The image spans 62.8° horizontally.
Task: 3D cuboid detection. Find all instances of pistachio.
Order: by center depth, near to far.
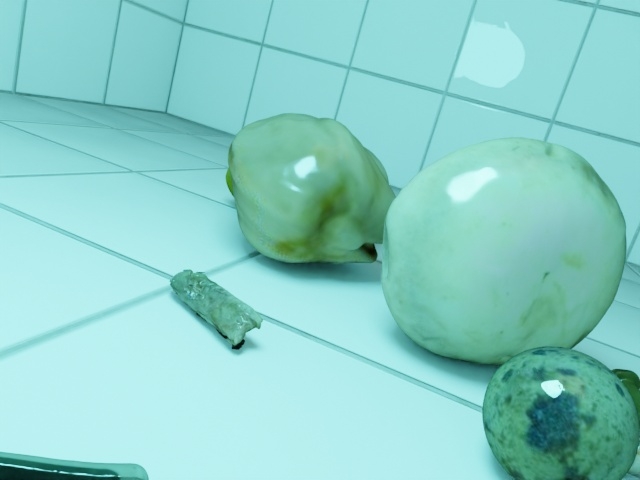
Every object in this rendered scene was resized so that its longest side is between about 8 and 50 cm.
[{"bbox_3d":[-0.005,-0.103,1.024,0.365,0.281,0.445,39,26,1],"label":"pistachio"}]

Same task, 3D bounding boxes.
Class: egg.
[{"bbox_3d":[0.237,0.176,0.524,0.141,0.141,0.181,24,7,30],"label":"egg"}]

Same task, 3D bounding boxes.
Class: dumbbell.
[{"bbox_3d":[0.452,0.227,0.746,0.052,0.046,0.118,11,14,1],"label":"dumbbell"}]

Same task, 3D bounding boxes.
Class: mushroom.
[{"bbox_3d":[0.251,0.037,0.780,0.353,0.353,0.325,-11,73,-61],"label":"mushroom"}]

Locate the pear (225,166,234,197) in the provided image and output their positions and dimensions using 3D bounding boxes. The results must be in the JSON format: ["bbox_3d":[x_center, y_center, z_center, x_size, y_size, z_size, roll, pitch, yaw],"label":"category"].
[{"bbox_3d":[-0.121,-0.155,1.274,0.197,0.198,0.197,15,14,-4],"label":"pear"}]

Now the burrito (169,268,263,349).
[{"bbox_3d":[-0.134,0.079,0.660,0.051,0.042,0.171,-30,34,-29],"label":"burrito"}]

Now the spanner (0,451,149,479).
[{"bbox_3d":[-0.260,0.145,0.280,0.324,0.040,0.096,13,14,-17],"label":"spanner"}]

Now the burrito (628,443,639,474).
[{"bbox_3d":[0.352,0.222,0.654,0.058,0.045,0.188,24,13,2],"label":"burrito"}]
